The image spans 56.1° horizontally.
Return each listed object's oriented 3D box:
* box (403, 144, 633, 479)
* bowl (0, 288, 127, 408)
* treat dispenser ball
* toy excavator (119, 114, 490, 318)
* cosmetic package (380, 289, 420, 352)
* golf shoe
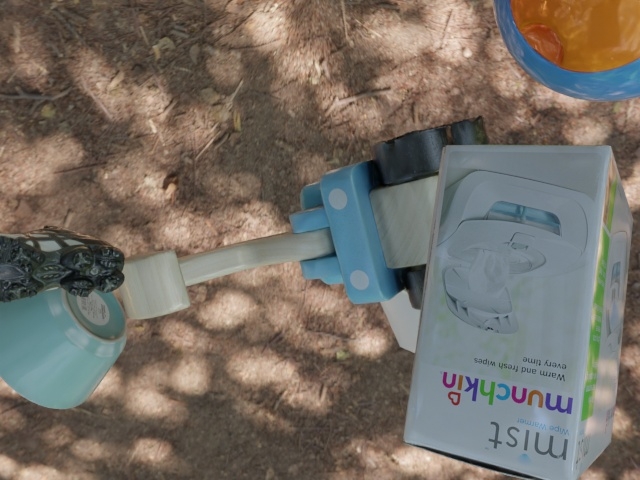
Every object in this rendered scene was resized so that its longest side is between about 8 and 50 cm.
[{"bbox_3d":[0.186,0.064,0.526,0.127,0.262,0.231,5,82,31],"label":"box"},{"bbox_3d":[-0.539,0.183,1.285,0.163,0.311,0.311,-34,110,13],"label":"bowl"},{"bbox_3d":[0.354,-0.313,0.715,0.288,0.288,0.288,0,114,0],"label":"treat dispenser ball"},{"bbox_3d":[0.000,0.000,0.858,0.445,0.433,0.222,-12,97,34],"label":"toy excavator"},{"bbox_3d":[0.235,0.084,1.167,0.138,0.224,0.224,17,145,39],"label":"cosmetic package"},{"bbox_3d":[-0.329,0.022,0.685,0.198,0.094,0.077,9,105,-32],"label":"golf shoe"}]
